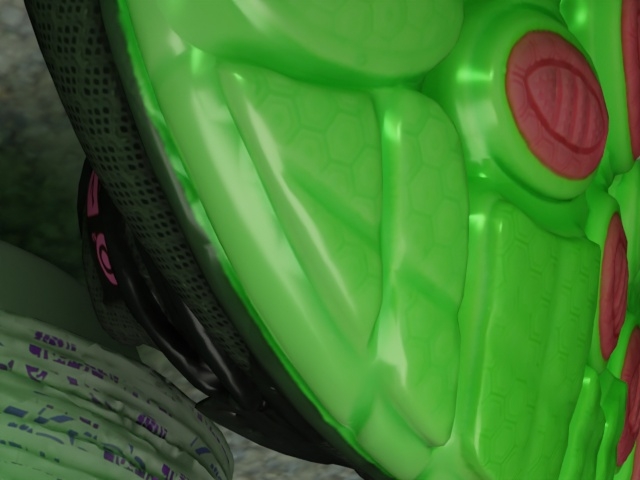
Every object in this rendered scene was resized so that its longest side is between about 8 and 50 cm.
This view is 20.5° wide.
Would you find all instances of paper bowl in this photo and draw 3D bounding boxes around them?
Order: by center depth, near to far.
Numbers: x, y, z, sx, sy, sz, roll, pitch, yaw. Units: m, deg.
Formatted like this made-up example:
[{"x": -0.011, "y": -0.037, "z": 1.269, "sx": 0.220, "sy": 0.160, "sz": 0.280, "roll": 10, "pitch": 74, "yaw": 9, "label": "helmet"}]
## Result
[{"x": -0.176, "y": 0.094, "z": 0.703, "sx": 0.284, "sy": 0.148, "sz": 0.284, "roll": 2, "pitch": 148, "yaw": 1, "label": "paper bowl"}]

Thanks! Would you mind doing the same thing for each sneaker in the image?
[{"x": 0.000, "y": 0.000, "z": 0.552, "sx": 0.202, "sy": 0.185, "sz": 0.483, "roll": 6, "pitch": 163, "yaw": 15, "label": "sneaker"}]
